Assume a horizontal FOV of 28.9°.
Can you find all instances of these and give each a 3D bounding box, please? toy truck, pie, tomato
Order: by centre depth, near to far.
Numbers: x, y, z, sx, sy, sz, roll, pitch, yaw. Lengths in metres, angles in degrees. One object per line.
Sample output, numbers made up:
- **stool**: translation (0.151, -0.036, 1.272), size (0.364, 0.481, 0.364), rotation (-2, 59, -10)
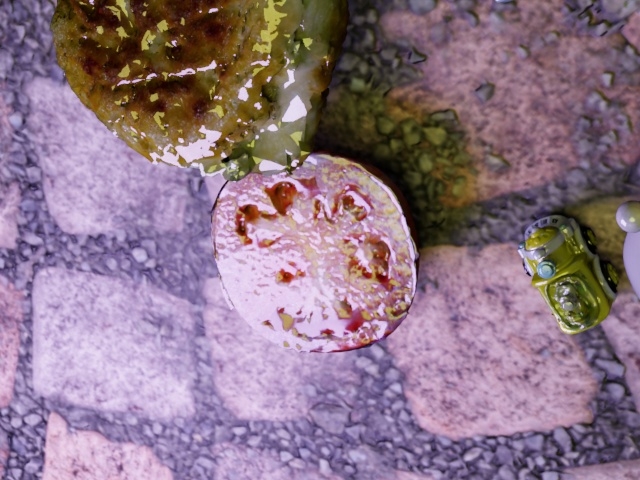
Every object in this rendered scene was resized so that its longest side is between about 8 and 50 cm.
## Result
- **pie**: translation (-0.124, -0.218, 1.143), size (0.355, 0.103, 0.288), rotation (45, 121, 11)
- **toy truck**: translation (0.231, 0.033, 1.178), size (0.076, 0.077, 0.111), rotation (-28, 103, 29)
- **tomato**: translation (0.002, 0.001, 1.242), size (0.225, 0.085, 0.225), rotation (8, 114, 19)

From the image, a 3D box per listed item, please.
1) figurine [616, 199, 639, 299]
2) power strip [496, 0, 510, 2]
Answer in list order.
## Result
- **figurine**: translation (0.412, 0.052, 1.075), size (0.370, 0.167, 0.281), rotation (38, 136, -7)
- **power strip**: translation (0.105, -0.312, 0.998), size (0.054, 0.167, 0.253), rotation (-33, 97, 23)
